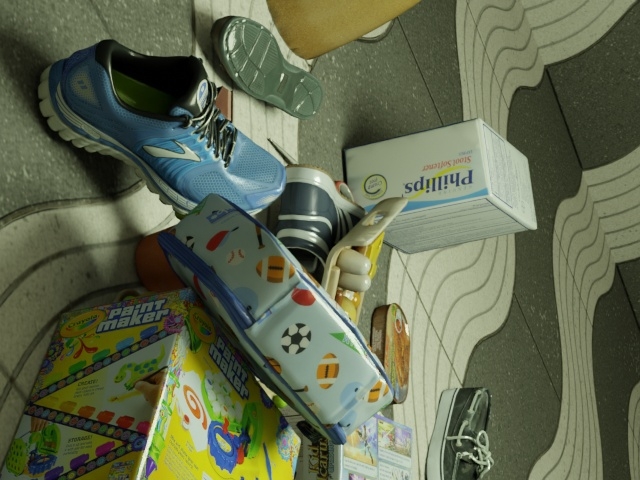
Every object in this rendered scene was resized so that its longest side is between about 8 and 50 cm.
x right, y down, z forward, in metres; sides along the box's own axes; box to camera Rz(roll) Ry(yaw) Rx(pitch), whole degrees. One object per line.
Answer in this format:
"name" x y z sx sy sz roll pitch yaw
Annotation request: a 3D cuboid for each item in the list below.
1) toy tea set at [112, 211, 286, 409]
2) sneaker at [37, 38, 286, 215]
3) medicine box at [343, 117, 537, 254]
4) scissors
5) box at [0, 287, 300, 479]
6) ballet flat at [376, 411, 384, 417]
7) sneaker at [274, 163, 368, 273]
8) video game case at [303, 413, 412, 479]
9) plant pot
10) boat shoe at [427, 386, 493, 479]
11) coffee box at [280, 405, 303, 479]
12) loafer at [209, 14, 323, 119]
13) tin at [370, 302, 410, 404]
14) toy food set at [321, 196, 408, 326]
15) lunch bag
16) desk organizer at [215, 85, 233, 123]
"toy tea set" -0.127 0.116 1.658 0.336 0.124 0.200 53 34 -44
"sneaker" -0.163 -0.130 1.541 0.330 0.147 0.130 27 51 -34
"medicine box" 0.221 -0.091 2.360 0.289 0.263 0.149 26 56 -62
"scissors" 0.001 -0.082 2.139 0.297 0.021 0.109 31 39 -60
"box" -0.176 0.258 1.422 0.290 0.177 0.279 59 30 -37
"ballet flat" 0.077 0.305 2.107 0.203 0.074 0.074 16 65 -61
"sneaker" 0.000 0.000 2.036 0.282 0.099 0.153 45 48 -62
"video game case" 0.057 0.362 1.796 0.269 0.061 0.244 34 53 -60
"plant pot" 0.065 -0.448 2.182 0.237 0.254 0.237 -12 90 -67
"boat shoe" 0.275 0.400 2.463 0.113 0.105 0.306 64 27 -30
"coffee box" -0.019 0.302 1.851 0.141 0.098 0.246 53 35 -48
"loafer" -0.097 -0.261 1.979 0.267 0.084 0.096 35 79 -53
"tin" 0.122 0.200 2.295 0.106 0.040 0.190 56 32 -49
"toy food set" 0.067 0.099 2.022 0.220 0.092 0.306 -45 150 -62
"lunch bag" -0.055 0.094 1.504 0.115 0.243 0.303 -41 123 -12
"desk organizer" -0.179 -0.165 1.660 0.050 0.130 0.047 33 51 -56
